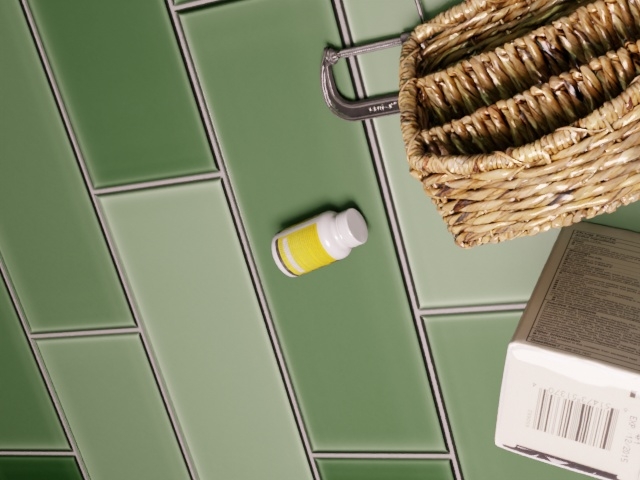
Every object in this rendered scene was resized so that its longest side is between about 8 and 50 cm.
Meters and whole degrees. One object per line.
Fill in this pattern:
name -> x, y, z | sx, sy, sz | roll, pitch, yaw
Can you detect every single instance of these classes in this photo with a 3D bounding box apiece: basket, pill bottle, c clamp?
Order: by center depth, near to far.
basket -> 0.226, -0.148, 1.011 | 0.299, 0.213, 0.223 | -20, 108, 30
c clamp -> 0.065, -0.209, 1.179 | 0.160, 0.022, 0.137 | -13, 113, 28
pill bottle -> 0.000, 0.000, 1.281 | 0.116, 0.065, 0.065 | -23, 103, 32

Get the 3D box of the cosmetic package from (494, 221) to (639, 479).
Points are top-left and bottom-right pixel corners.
cosmetic package -> 0.294, 0.105, 1.059 | 0.153, 0.296, 0.129 | 14, 120, 20
